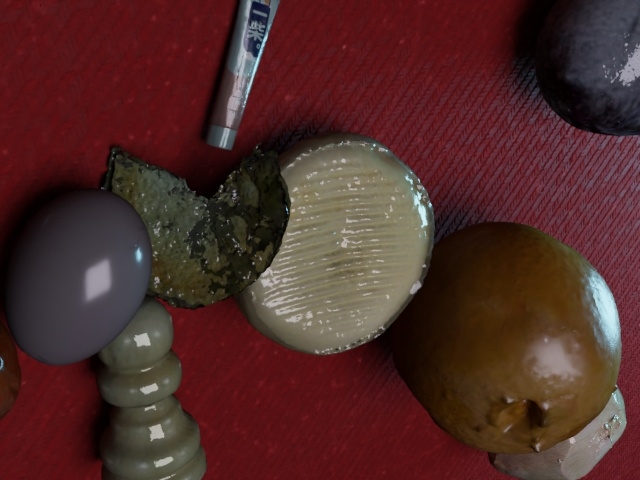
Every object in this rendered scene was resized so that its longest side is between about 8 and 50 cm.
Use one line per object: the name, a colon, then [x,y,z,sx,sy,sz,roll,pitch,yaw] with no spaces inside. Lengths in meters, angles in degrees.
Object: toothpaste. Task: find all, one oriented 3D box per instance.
toothpaste: [-0.090,-0.206,1.162,0.056,0.036,0.205,10,101,-41]

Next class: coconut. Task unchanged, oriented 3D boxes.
coconut: [0.368,0.295,1.646,0.234,0.224,0.224,-43,132,-29]

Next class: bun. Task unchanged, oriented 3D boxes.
bun: [0.000,0.000,1.258,0.287,0.146,0.288,-6,101,-33]

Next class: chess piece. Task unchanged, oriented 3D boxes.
chess piece: [-0.214,0.178,1.200,0.133,0.133,0.243,-19,116,-30]

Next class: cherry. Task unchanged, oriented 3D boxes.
cherry: [0.434,-0.271,1.409,0.296,0.218,0.255,-18,128,-24]

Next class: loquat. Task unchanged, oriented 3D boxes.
loquat: [0.257,0.132,1.404,0.328,0.328,0.329,-17,121,-31]

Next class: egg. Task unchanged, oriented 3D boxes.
egg: [-0.258,0.040,1.074,0.146,0.146,0.199,23,98,-42]

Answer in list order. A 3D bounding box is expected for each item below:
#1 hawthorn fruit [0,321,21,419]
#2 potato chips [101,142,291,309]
hawthorn fruit: [-0.372,0.151,1.043,0.149,0.149,0.189,-37,125,-17]
potato chips: [-0.136,-0.024,1.129,0.219,0.029,0.202,-12,102,13]
